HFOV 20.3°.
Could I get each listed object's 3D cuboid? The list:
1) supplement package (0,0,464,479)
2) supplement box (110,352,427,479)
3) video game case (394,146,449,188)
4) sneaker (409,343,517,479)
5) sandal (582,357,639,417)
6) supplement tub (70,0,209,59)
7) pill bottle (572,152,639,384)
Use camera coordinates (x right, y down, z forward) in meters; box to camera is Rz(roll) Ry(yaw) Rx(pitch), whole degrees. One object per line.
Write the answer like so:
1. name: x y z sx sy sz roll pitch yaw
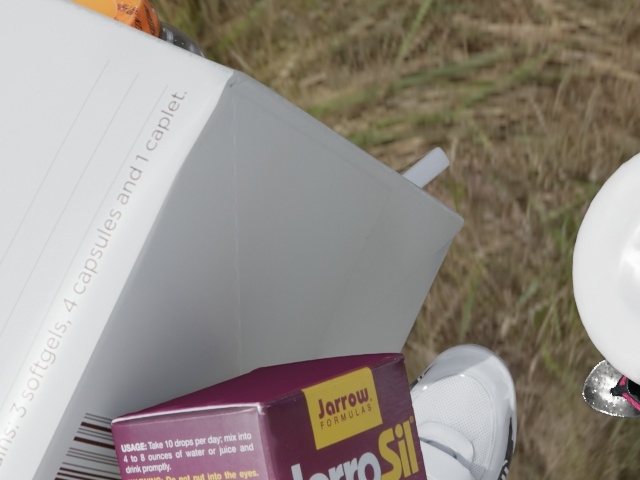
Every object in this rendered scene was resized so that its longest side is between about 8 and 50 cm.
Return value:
1. supplement package: -0.110 0.028 0.469 0.203 0.149 0.194 24 88 28
2. supplement box: -0.005 0.070 0.378 0.043 0.055 0.083 -10 93 37
3. video game case: 0.000 0.000 1.779 0.227 0.206 0.026 -39 97 -41
4. sneaker: 0.091 0.270 1.751 0.137 0.210 0.366 26 87 7
5. sandal: 0.337 0.143 1.744 0.179 0.040 0.067 1 91 32
6. supplement tub: -0.150 -0.037 1.500 0.207 0.207 0.338 -27 122 0
7. pill bottle: 0.314 0.040 1.262 0.176 0.318 0.176 -6 77 29
